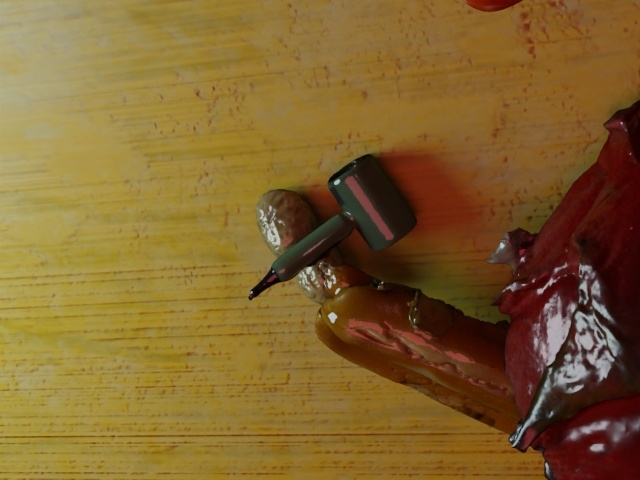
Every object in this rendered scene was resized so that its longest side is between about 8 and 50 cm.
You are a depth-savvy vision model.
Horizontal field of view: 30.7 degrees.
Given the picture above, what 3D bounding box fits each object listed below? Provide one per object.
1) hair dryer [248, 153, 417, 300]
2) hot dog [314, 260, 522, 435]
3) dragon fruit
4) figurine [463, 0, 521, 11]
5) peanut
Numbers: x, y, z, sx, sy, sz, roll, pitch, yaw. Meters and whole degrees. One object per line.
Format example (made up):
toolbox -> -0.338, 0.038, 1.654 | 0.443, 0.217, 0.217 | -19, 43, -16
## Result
hair dryer -> 0.000, 0.000, 0.939 | 0.150, 0.047, 0.071 | -37, 98, -6
hot dog -> 0.111, 0.093, 0.931 | 0.269, 0.072, 0.109 | 27, 159, -10
dragon fruit -> 0.257, 0.085, 0.788 | 0.343, 0.100, 0.282 | 41, 103, 26
figurine -> 0.101, -0.288, 0.606 | 0.306, 0.412, 0.241 | 40, 81, -10
peanut -> -0.014, 0.007, 0.976 | 0.054, 0.054, 0.113 | -33, 96, 27
